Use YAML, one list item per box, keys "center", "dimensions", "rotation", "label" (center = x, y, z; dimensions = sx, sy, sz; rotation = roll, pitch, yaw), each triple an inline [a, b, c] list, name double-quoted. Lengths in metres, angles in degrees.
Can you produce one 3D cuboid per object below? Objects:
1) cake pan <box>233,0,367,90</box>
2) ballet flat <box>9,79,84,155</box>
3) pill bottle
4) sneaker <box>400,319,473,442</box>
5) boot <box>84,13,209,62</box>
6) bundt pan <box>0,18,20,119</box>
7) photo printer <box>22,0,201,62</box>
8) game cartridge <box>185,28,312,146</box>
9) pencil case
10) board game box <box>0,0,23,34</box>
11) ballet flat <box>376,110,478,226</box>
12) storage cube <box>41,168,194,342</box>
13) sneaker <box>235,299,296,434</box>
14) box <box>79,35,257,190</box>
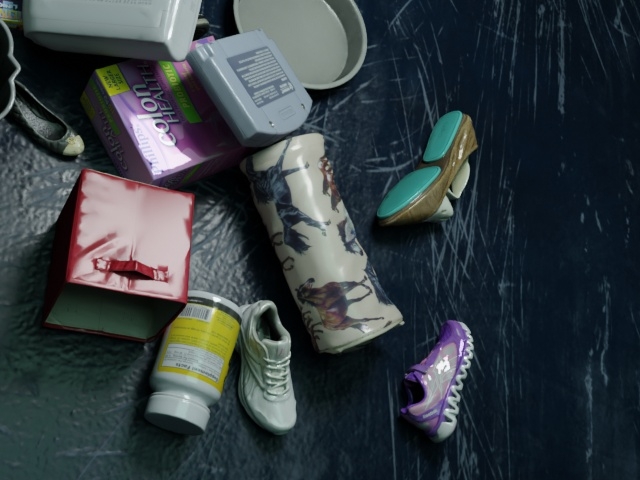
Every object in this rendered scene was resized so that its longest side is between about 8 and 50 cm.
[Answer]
- center: [-0.046, -0.424, 1.836]
  dimensions: [0.293, 0.054, 0.293]
  rotation: [10, 66, -24]
  label: "cake pan"
- center: [-0.468, -0.202, 1.528]
  dimensions: [0.173, 0.049, 0.057]
  rotation: [39, 59, -10]
  label: "ballet flat"
- center: [-0.206, 0.196, 1.470]
  dimensions: [0.119, 0.119, 0.208]
  rotation: [24, 62, -18]
  label: "pill bottle"
- center: [0.209, 0.247, 1.691]
  dimensions: [0.104, 0.095, 0.236]
  rotation: [23, 62, -10]
  label: "sneaker"
- center: [-0.334, -0.428, 1.658]
  dimensions: [0.236, 0.085, 0.179]
  rotation: [-17, 78, -22]
  label: "boot"
- center: [-0.641, -0.252, 1.405]
  dimensions: [0.330, 0.124, 0.331]
  rotation: [8, 71, -25]
  label: "bundt pan"
- center: [-0.348, -0.431, 1.528]
  dimensions: [0.307, 0.107, 0.256]
  rotation: [8, 82, 18]
  label: "photo printer"
- center: [-0.112, -0.266, 1.605]
  dimensions: [0.198, 0.062, 0.297]
  rotation: [61, 24, -7]
  label: "game cartridge"
- center: [0.000, 0.000, 1.632]
  dimensions: [0.183, 0.160, 0.410]
  rotation: [-6, 71, -61]
  label: "pencil case"
- center: [-0.591, -0.432, 1.555]
  dimensions: [0.170, 0.048, 0.141]
  rotation: [4, 71, -27]
  label: "board game box"
- center: [0.234, -0.116, 1.846]
  dimensions: [0.124, 0.116, 0.342]
  rotation: [52, 50, -24]
  label: "ballet flat"
- center: [-0.313, 0.029, 1.427]
  dimensions: [0.183, 0.215, 0.193]
  rotation: [12, 60, -23]
  label: "storage cube"
- center: [-0.087, 0.208, 1.529]
  dimensions: [0.090, 0.115, 0.232]
  rotation: [-11, 76, -31]
  label: "sneaker"
- center: [-0.256, -0.214, 1.605]
  dimensions: [0.243, 0.117, 0.214]
  rotation: [-25, 84, -32]
  label: "box"
